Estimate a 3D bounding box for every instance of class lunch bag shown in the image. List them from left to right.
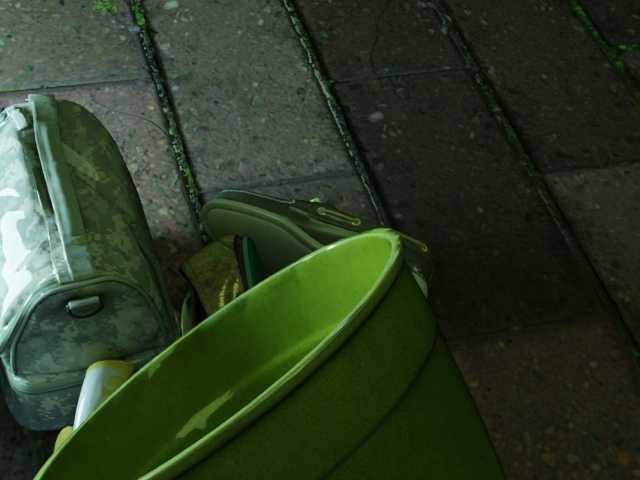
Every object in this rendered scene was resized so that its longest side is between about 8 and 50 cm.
[{"bbox_3d":[-0.283,0.018,1.192,0.212,0.256,0.305,-10,51,-17],"label":"lunch bag"}]

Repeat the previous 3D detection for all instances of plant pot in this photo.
[{"bbox_3d":[0.011,0.239,0.878,0.366,0.366,0.353,-42,102,-35],"label":"plant pot"}]

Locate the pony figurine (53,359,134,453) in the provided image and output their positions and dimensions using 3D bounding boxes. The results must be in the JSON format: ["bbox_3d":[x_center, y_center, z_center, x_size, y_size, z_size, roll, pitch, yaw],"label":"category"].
[{"bbox_3d":[-0.295,0.283,0.952,0.351,0.303,0.363,12,53,-41],"label":"pony figurine"}]

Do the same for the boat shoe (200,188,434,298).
[{"bbox_3d":[-0.001,0.003,1.354,0.305,0.109,0.091,22,49,2],"label":"boat shoe"}]

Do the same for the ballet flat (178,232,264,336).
[{"bbox_3d":[-0.100,0.144,1.222,0.123,0.123,0.348,-5,51,-14],"label":"ballet flat"}]
